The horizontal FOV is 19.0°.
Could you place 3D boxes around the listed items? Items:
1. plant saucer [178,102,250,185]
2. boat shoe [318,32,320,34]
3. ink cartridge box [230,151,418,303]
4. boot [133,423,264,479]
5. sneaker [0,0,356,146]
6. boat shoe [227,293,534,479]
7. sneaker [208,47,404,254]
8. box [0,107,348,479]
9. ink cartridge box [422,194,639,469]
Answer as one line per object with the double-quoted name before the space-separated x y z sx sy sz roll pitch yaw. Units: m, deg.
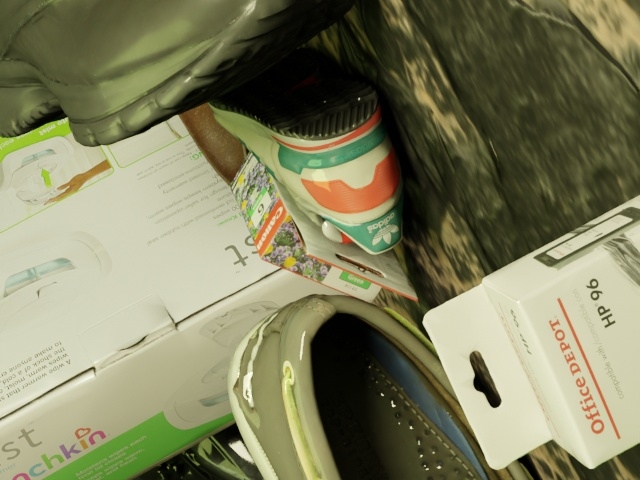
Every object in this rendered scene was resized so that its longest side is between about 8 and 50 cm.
"plant saucer" -0.070 -0.124 1.025 0.198 0.036 0.198 59 167 22
"boat shoe" -0.048 -0.129 0.853 0.152 0.049 0.056 53 166 46
"ink cartridge box" 0.000 0.000 0.890 0.063 0.029 0.115 23 -160 -24
"boot" 0.002 0.218 1.373 0.367 0.146 0.445 33 151 3
"sneaker" -0.095 -0.113 0.781 0.286 0.109 0.130 1 119 55
"boat shoe" 0.065 0.157 0.870 0.305 0.109 0.091 56 162 2
"sneaker" -0.004 -0.036 0.856 0.075 0.057 0.161 69 168 -19
"box" -0.138 0.014 1.140 0.231 0.262 0.127 56 170 34
"ink cartridge box" 0.073 0.021 0.465 0.048 0.083 0.028 64 172 -15
